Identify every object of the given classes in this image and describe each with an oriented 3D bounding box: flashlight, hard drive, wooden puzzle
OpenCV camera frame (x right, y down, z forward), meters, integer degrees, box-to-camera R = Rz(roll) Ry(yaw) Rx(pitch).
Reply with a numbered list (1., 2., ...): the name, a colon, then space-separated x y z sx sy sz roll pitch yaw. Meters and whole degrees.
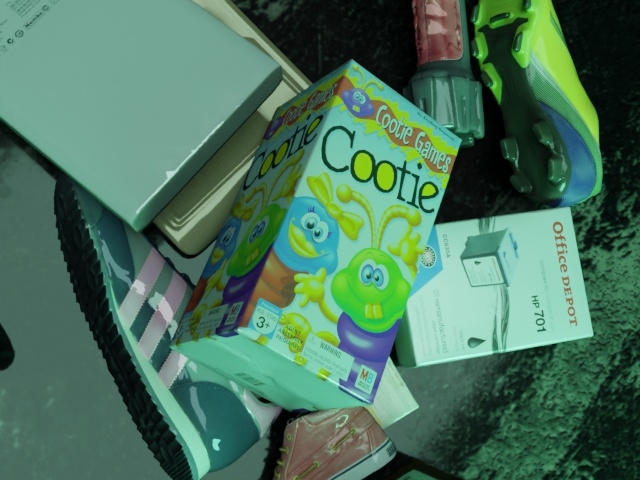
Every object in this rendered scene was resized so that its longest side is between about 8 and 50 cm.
1. flashlight: 0.115 -0.255 0.949 0.103 0.103 0.304 -2 83 -8
2. hard drive: -0.217 -0.175 0.857 0.307 0.040 0.203 38 77 13
3. wooden puzzle: -0.137 -0.139 0.929 0.221 0.044 0.239 -45 96 -12

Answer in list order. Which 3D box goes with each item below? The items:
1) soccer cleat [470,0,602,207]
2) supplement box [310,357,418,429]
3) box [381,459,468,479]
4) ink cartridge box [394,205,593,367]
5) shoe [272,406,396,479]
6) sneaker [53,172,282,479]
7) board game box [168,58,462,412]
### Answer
1. soccer cleat: 0.240 -0.175 0.981 0.121 0.093 0.289 0 77 -40
2. supplement box: 0.041 0.167 0.917 0.098 0.036 0.062 -29 89 -10
3. box: 0.155 0.408 0.830 0.143 0.191 0.381 -31 88 -11
4. ink cartridge box: 0.168 0.047 0.931 0.190 0.082 0.140 -9 84 -9
5. shoe: -0.020 0.214 0.871 0.178 0.063 0.081 -34 87 13
6. sneaker: -0.151 0.069 0.879 0.131 0.112 0.319 -23 87 -31
7. board game box: 0.000 0.000 0.830 0.144 0.142 0.275 32 64 -22
